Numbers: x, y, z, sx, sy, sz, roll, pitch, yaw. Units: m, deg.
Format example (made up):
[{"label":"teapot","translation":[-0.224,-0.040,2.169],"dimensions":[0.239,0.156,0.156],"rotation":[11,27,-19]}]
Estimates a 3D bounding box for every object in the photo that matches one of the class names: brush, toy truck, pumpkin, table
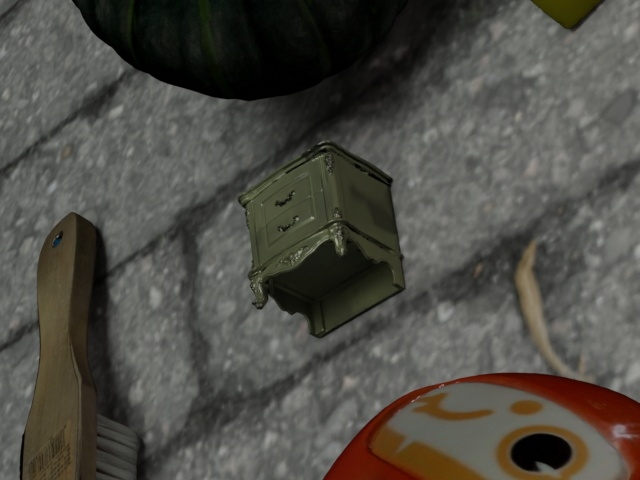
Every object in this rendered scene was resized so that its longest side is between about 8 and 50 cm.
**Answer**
[{"label":"brush","translation":[-0.157,0.105,1.180],"dimensions":[0.070,0.065,0.327],"rotation":[-44,33,28]},{"label":"toy truck","translation":[0.047,0.170,0.785],"dimensions":[0.189,0.239,0.264],"rotation":[24,85,49]},{"label":"pumpkin","translation":[-0.047,-0.199,1.128],"dimensions":[0.250,0.216,0.249],"rotation":[-6,51,8]},{"label":"table","translation":[0.000,0.000,1.066],"dimensions":[0.079,0.062,0.083],"rotation":[-32,49,30]}]

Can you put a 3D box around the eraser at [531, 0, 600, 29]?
[{"label":"eraser","translation":[0.142,-0.198,1.048],"dimensions":[0.097,0.045,0.122],"rotation":[-47,41,15]}]
